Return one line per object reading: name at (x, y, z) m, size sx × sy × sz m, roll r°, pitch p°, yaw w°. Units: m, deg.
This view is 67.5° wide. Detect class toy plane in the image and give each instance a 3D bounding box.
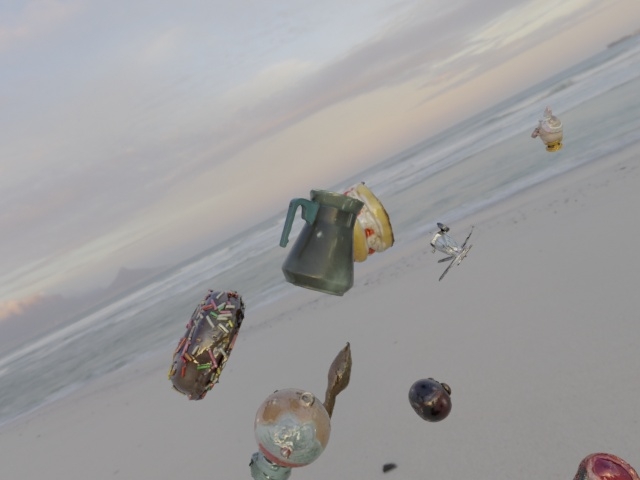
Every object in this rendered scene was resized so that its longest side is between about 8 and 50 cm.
toy plane at (0.324, 0.022, 1.257) m, size 0.182 × 0.107 × 0.273 m, roll -61°, pitch -11°, yaw 27°

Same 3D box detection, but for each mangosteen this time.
mangosteen at (0.377, 0.533, 1.622) m, size 0.153 × 0.152 × 0.152 m, roll -26°, pitch 5°, yaw 3°

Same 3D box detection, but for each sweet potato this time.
sweet potato at (0.053, 0.455, 1.531) m, size 0.075 × 0.075 × 0.269 m, roll -14°, pitch 56°, yaw 67°

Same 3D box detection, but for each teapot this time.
teapot at (0.000, 0.000, 1.095) m, size 0.203 × 0.225 × 0.171 m, roll 17°, pitch -4°, yaw -37°

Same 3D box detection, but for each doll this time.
doll at (0.630, -0.310, 1.337) m, size 0.084 × 0.127 × 0.073 m, roll -10°, pitch 34°, yaw 31°

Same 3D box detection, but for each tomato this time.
tomato at (0.733, 0.654, 1.240) m, size 0.189 × 0.173 × 0.099 m, roll -59°, pitch -6°, yaw -31°

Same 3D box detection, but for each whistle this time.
whistle at (-0.091, 0.493, 1.141) m, size 0.347 × 0.189 × 0.189 m, roll -66°, pitch -13°, yaw 25°

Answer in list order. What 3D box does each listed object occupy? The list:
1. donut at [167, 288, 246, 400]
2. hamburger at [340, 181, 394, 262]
donut at (-0.261, 0.230, 1.095) m, size 0.269 × 0.103 × 0.269 m, roll -58°, pitch 14°, yaw 24°
hamburger at (0.109, -0.065, 1.684) m, size 0.186 × 0.261 × 0.302 m, roll -24°, pitch 45°, yaw -7°
